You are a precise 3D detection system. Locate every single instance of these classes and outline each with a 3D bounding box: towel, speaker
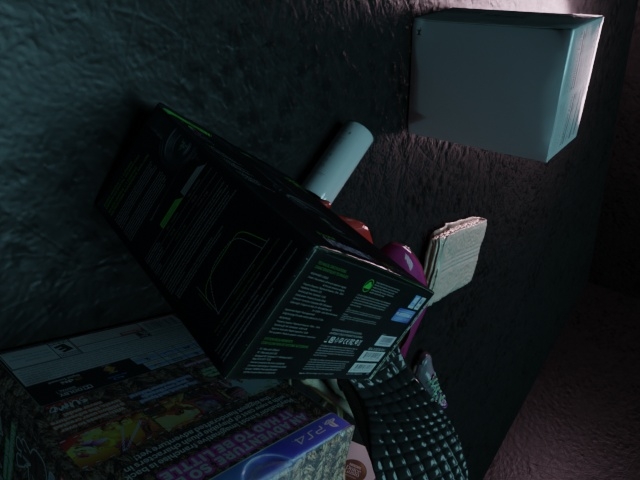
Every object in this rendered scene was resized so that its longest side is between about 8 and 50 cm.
[{"bbox_3d":[0.326,0.046,1.276,0.282,0.049,0.187,-13,120,-50],"label":"towel"},{"bbox_3d":[0.023,-0.114,0.779,0.136,0.055,0.055,-57,144,-16],"label":"speaker"}]

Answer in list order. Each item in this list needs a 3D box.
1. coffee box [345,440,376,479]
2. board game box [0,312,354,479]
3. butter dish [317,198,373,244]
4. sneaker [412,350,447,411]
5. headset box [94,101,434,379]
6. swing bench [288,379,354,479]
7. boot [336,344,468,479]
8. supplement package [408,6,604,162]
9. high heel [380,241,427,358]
[{"bbox_3d":[0.039,0.598,0.888,0.334,0.337,0.338,-42,139,-51],"label":"coffee box"},{"bbox_3d":[-0.158,0.208,0.506,0.232,0.291,0.141,-7,113,-51],"label":"board game box"},{"bbox_3d":[0.000,0.000,0.735,0.160,0.159,0.118,-17,109,-47],"label":"butter dish"},{"bbox_3d":[0.303,0.394,1.385,0.083,0.098,0.224,-38,135,-36],"label":"sneaker"},{"bbox_3d":[-0.060,0.005,0.551,0.131,0.283,0.246,-55,145,9],"label":"headset box"},{"bbox_3d":[-0.045,0.275,0.754,0.253,0.165,0.255,53,48,-51],"label":"swing bench"},{"bbox_3d":[0.091,0.219,0.744,0.118,0.338,0.223,-20,176,-4],"label":"boot"},{"bbox_3d":[0.301,-0.275,0.880,0.145,0.261,0.204,-32,132,-40],"label":"supplement package"},{"bbox_3d":[0.118,0.185,0.994,0.181,0.127,0.377,-50,146,-41],"label":"high heel"}]
